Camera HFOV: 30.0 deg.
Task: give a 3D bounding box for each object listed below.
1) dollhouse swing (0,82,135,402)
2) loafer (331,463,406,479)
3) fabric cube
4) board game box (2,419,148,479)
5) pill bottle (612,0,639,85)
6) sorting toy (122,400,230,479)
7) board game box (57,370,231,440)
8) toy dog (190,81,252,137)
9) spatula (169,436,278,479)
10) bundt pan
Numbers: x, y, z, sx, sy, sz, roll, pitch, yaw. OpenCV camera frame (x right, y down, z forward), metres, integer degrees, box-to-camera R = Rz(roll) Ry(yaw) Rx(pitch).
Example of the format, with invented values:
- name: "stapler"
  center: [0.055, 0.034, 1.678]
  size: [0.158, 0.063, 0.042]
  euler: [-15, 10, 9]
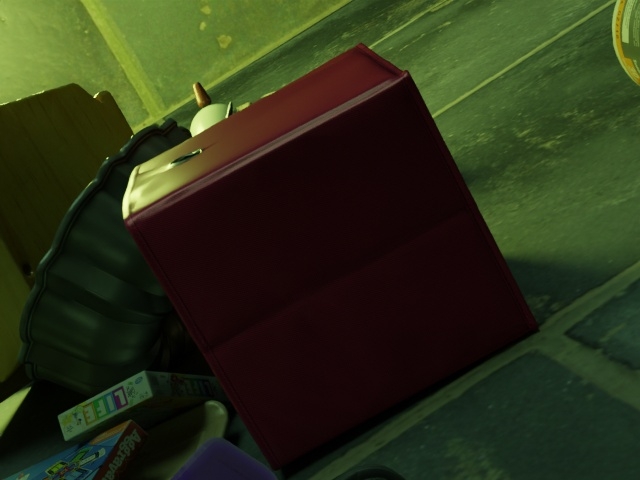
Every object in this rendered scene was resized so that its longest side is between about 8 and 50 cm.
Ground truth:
- name: "dollhouse swing"
  center: [-0.390, 0.026, 1.493]
  size: [0.305, 0.315, 0.347]
  euler: [-26, 6, 27]
- name: "loafer"
  center: [-0.054, 0.256, 0.748]
  size: [0.302, 0.109, 0.095]
  euler: [-34, -4, -33]
- name: "fabric cube"
  center: [0.000, 0.000, 1.082]
  size: [0.258, 0.259, 0.254]
  euler: [-29, 16, 2]
- name: "board game box"
  center: [-0.276, 0.260, 1.100]
  size: [0.281, 0.027, 0.145]
  euler: [-29, 23, 42]
- name: "pill bottle"
  center: [0.398, -0.197, 1.137]
  size: [0.162, 0.162, 0.278]
  euler: [-30, 16, 2]
- name: "sorting toy"
  center: [-0.172, 0.245, 1.072]
  size: [0.193, 0.038, 0.208]
  euler: [-27, 21, 14]
- name: "board game box"
  center: [-0.162, 0.161, 1.147]
  size: [0.103, 0.026, 0.154]
  euler: [-28, -19, 20]
- name: "toy dog"
  center: [-0.200, -0.194, 2.169]
  size: [0.220, 0.161, 0.333]
  euler: [-33, 16, -6]
- name: "spatula"
  center: [-0.131, 0.268, 0.907]
  size: [0.296, 0.084, 0.030]
  euler: [-50, -17, -35]
- name: "bundt pan"
  center: [-0.185, 0.040, 1.322]
  size: [0.331, 0.124, 0.331]
  euler: [-57, -12, -19]
